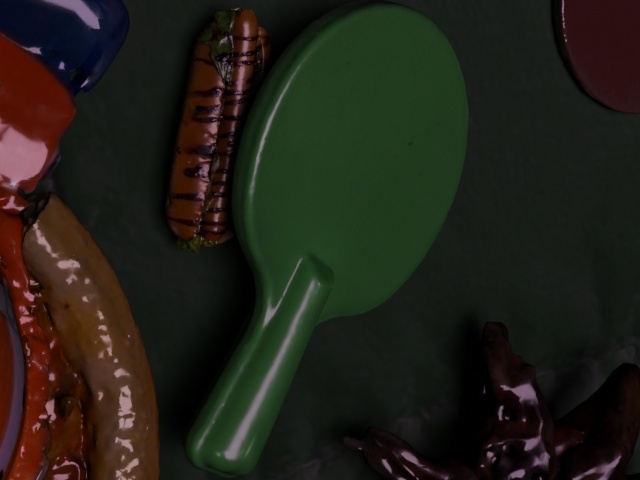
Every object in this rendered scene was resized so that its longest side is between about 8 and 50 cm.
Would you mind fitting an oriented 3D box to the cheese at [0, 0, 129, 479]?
[{"bbox_3d":[-0.189,0.013,0.532,0.217,0.129,0.329,30,68,-13],"label":"cheese"}]

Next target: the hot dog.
[{"bbox_3d":[-0.047,-0.053,0.661,0.049,0.037,0.122,2,102,-34],"label":"hot dog"}]

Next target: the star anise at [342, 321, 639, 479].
[{"bbox_3d":[0.117,0.184,0.775,0.272,0.102,0.272,-8,107,-27],"label":"star anise"}]

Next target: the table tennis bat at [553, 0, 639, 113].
[{"bbox_3d":[0.227,-0.176,0.807,0.234,0.022,0.131,-44,119,-13],"label":"table tennis bat"}]

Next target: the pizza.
[{"bbox_3d":[-0.139,0.111,0.633,0.134,0.056,0.271,8,97,-34],"label":"pizza"}]

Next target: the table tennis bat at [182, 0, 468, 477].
[{"bbox_3d":[0.000,0.000,0.687,0.160,0.039,0.257,36,76,-46],"label":"table tennis bat"}]
